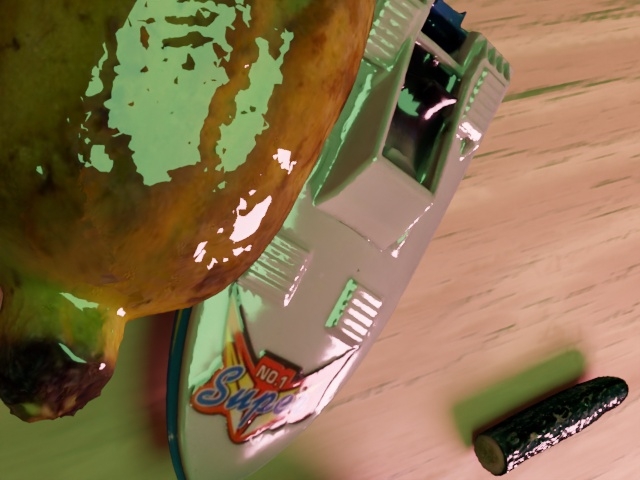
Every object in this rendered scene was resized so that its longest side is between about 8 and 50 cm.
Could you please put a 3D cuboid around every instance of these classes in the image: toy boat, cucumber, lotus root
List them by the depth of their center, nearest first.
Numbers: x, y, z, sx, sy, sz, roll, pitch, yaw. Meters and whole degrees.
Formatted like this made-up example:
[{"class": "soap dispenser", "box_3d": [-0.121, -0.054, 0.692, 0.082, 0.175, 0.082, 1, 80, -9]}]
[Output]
[{"class": "lotus root", "box_3d": [-0.075, -0.074, 0.520, 0.169, 0.141, 0.314, 27, 83, -25]}, {"class": "toy boat", "box_3d": [0.000, 0.000, 0.626, 0.129, 0.088, 0.295, 33, 79, -36]}, {"class": "cucumber", "box_3d": [0.162, 0.120, 0.809, 0.133, 0.032, 0.032, -21, 112, -32]}]
